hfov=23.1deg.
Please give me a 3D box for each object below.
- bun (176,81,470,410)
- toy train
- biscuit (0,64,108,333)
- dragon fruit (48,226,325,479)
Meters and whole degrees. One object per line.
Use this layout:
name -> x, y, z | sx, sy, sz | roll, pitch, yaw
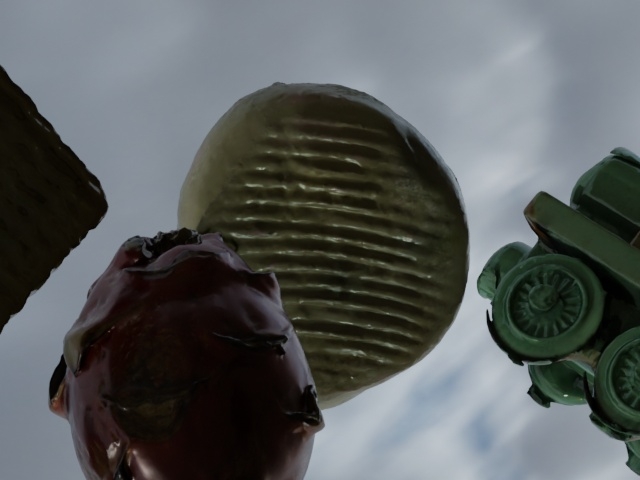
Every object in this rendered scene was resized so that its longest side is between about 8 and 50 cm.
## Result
bun -> 0.000, 0.000, 1.108 | 0.210, 0.116, 0.237 | -5, -70, -12
toy train -> 0.143, 0.031, 0.549 | 0.118, 0.176, 0.074 | -49, -34, -6
biscuit -> -0.215, -0.060, 0.672 | 0.254, 0.029, 0.172 | 52, -138, -16
dragon fruit -> -0.052, 0.102, 0.721 | 0.125, 0.246, 0.125 | -21, -43, -6
